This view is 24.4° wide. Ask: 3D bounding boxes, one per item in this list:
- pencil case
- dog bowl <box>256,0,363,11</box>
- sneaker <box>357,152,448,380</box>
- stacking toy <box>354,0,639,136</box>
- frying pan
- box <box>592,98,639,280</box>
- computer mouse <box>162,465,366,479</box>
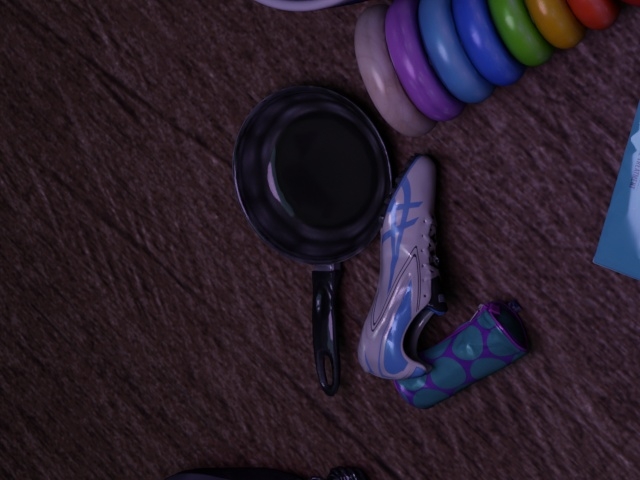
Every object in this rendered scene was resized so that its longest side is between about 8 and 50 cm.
[{"bbox_3d":[0.146,0.120,1.556,0.151,0.064,0.070,-35,95,30],"label":"pencil case"},{"bbox_3d":[-0.002,-0.371,1.515,0.264,0.104,0.265,7,104,28],"label":"dog bowl"},{"bbox_3d":[0.098,0.029,1.540,0.086,0.085,0.237,9,87,16],"label":"sneaker"},{"bbox_3d":[0.203,-0.217,1.425,0.330,0.141,0.141,-20,90,26],"label":"stacking toy"},{"bbox_3d":[0.022,-0.014,1.607,0.197,0.053,0.326,-27,89,31],"label":"frying pan"},{"bbox_3d":[0.330,-0.090,1.387,0.060,0.100,0.244,22,110,26],"label":"box"},{"bbox_3d":[-0.070,0.332,1.727,0.272,0.072,0.189,6,101,16],"label":"computer mouse"}]
